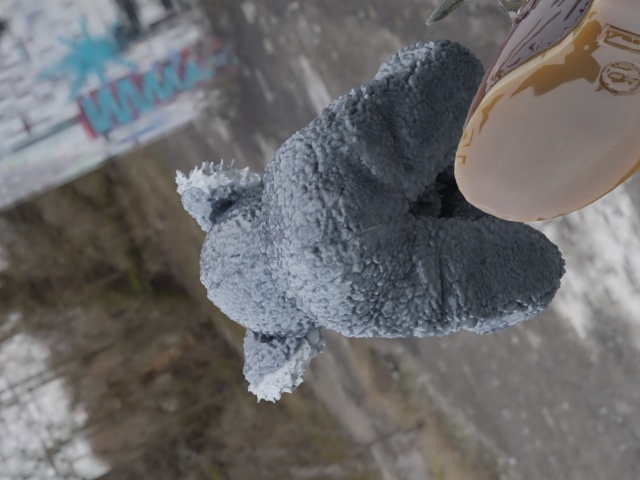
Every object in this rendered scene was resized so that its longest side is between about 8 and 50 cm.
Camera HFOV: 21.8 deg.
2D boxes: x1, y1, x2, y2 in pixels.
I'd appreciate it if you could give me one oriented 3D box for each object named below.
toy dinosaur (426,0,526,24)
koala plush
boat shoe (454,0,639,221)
[{"bbox_3d":[0.173,-0.185,1.008,0.121,0.313,0.160,-16,-103,-56],"label":"toy dinosaur"},{"bbox_3d":[0.000,0.000,1.084,0.221,0.203,0.196,-20,91,44],"label":"koala plush"},{"bbox_3d":[0.117,-0.086,0.654,0.207,0.073,0.073,127,161,-49],"label":"boat shoe"}]
